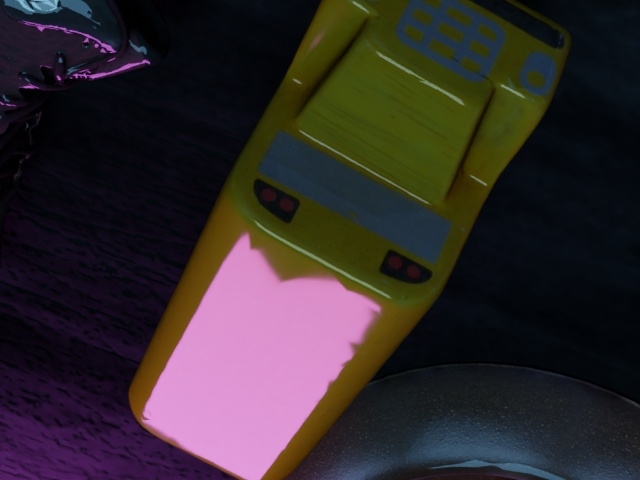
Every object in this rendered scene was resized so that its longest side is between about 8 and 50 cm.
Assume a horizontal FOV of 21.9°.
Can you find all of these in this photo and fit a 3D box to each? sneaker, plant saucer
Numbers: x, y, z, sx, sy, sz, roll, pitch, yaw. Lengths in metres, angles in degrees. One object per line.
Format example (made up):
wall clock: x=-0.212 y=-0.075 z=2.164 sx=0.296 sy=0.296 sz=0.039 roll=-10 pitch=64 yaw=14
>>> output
sneaker: x=-0.156 y=-0.070 z=0.861 sx=0.162 sy=0.106 sz=0.281 roll=5 pitch=123 yaw=10
plant saucer: x=0.111 y=0.212 z=0.995 sx=0.310 sy=0.050 sz=0.310 roll=8 pitch=125 yaw=12

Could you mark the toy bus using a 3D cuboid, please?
toy bus: x=0.000 y=0.000 z=0.795 sx=0.108 sy=0.130 sz=0.333 roll=29 pitch=150 yaw=-2
